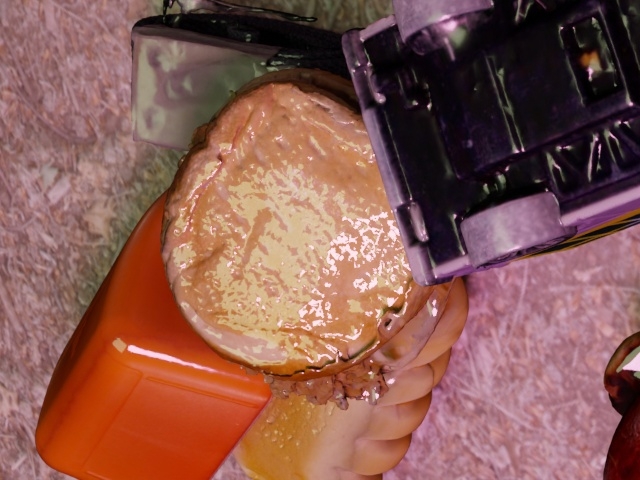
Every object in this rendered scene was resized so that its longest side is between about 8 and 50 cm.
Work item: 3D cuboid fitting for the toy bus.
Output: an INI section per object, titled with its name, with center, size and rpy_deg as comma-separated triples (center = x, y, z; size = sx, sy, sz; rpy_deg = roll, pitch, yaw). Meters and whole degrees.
[toy bus]
center = 0.256, -0.132, 1.251
size = 0.440, 0.249, 0.209
rpy_deg = -24, 80, 43

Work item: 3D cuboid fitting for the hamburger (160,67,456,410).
[hamburger]
center = 0.000, 0.000, 1.455
size = 0.243, 0.146, 0.286
rpy_deg = -17, 90, 25

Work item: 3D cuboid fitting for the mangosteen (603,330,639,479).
[mangosteen]
center = 0.307, 0.158, 1.368
size = 0.215, 0.215, 0.257
rpy_deg = -56, 41, 38

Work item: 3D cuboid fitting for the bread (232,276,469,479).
[bread]
center = 0.027, 0.112, 1.624
size = 0.173, 0.121, 0.311
rpy_deg = 43, 126, 21

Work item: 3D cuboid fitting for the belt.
[belt]
center = -0.066, -0.146, 1.594
size = 0.230, 0.139, 0.126
rpy_deg = 14, 114, 30

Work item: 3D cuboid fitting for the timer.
[timer]
center = -0.145, 0.083, 1.690
size = 0.161, 0.250, 0.257
rpy_deg = 20, 136, -14
